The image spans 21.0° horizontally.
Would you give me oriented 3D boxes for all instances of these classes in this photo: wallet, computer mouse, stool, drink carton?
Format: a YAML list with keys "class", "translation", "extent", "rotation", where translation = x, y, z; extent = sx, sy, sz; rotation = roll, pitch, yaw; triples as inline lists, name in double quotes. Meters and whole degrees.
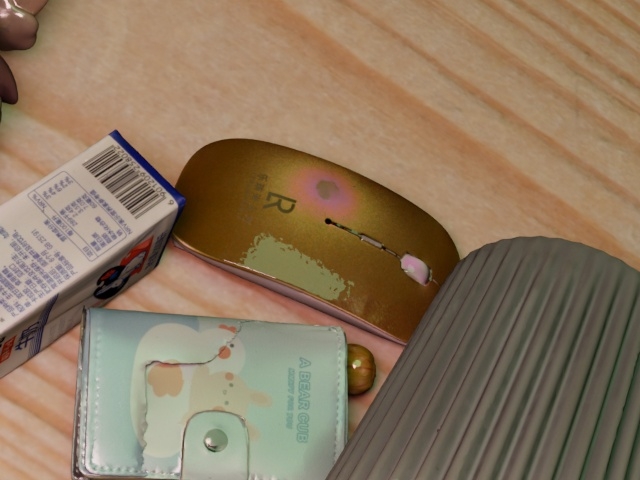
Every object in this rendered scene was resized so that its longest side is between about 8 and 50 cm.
- class: "wallet"
  translation: [-0.098, 0.153, 1.579]
  extent: [0.250, 0.075, 0.176]
  rotation: [5, 68, -13]
- class: "computer mouse"
  translation: [0.000, 0.000, 1.732]
  extent: [0.310, 0.072, 0.158]
  rotation: [24, 56, -6]
- class: "stool"
  translation: [0.175, 0.195, 1.547]
  extent: [0.297, 0.297, 0.330]
  rotation: [30, 49, 0]
- class: "drink carton"
  translation: [-0.274, 0.038, 1.569]
  extent: [0.106, 0.130, 0.315]
  rotation: [44, 54, 11]

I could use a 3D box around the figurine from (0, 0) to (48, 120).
- class: "figurine"
  translation: [-0.379, -0.194, 1.652]
  extent: [0.248, 0.203, 0.380]
  rotation: [35, 42, -5]

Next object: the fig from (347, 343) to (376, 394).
- class: "fig"
  translation: [0.013, 0.121, 1.675]
  extent: [0.083, 0.050, 0.050]
  rotation: [10, 55, 2]
